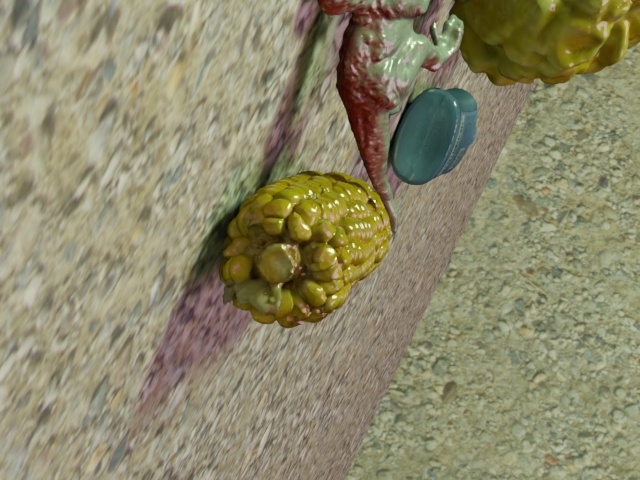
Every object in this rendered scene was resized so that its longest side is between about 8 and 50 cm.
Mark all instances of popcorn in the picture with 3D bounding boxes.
[{"bbox_3d":[0.210,-0.253,1.466,0.181,0.216,0.235,-11,150,-44],"label":"popcorn"}]

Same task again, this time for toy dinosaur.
[{"bbox_3d":[0.037,-0.104,1.110,0.167,0.053,0.242,-32,136,-53],"label":"toy dinosaur"}]

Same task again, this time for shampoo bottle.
[{"bbox_3d":[0.131,-0.117,1.778,0.258,0.061,0.103,-23,136,-77],"label":"shampoo bottle"}]

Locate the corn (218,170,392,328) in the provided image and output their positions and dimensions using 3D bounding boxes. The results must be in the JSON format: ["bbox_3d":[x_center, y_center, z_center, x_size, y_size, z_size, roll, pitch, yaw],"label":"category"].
[{"bbox_3d":[0.000,0.000,1.163,0.101,0.101,0.292,-67,170,8],"label":"corn"}]
